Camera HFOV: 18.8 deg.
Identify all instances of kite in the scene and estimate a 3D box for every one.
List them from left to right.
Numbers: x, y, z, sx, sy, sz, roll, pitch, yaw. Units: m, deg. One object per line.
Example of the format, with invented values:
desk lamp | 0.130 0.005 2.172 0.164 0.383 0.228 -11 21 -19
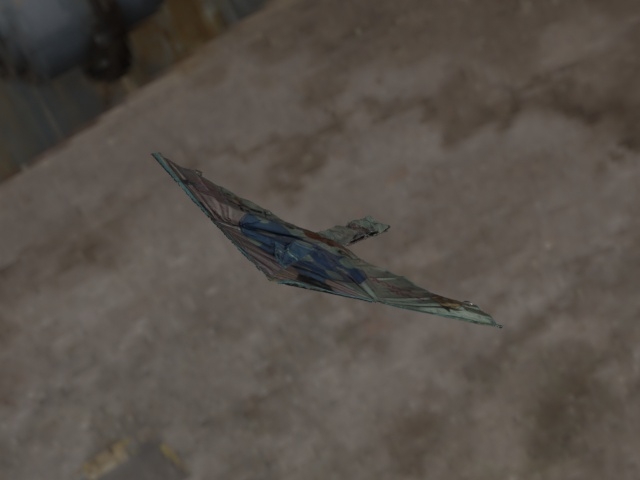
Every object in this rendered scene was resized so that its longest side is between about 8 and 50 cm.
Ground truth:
kite | 0.000 0.000 1.620 0.335 0.011 0.314 28 15 10
